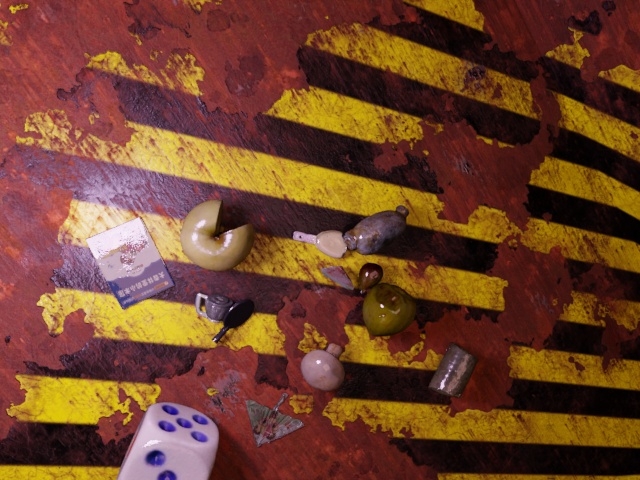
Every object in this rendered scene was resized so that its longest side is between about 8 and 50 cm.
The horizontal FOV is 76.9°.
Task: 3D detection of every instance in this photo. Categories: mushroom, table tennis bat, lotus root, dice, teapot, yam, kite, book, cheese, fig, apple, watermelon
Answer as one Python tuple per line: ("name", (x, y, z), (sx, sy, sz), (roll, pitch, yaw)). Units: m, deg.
("mushroom", (0.008, 0.563, 1.815), (0.207, 0.206, 0.209), (12, 47, -16))
("table tennis bat", (-0.375, 0.346, 1.724), (0.236, 0.027, 0.150), (-48, 148, -3))
("lotus root", (0.277, -0.043, 1.862), (0.350, 0.175, 0.174), (-29, 99, -15))
("dice", (-0.587, 0.836, 1.575), (0.305, 0.304, 0.276), (25, 85, -16))
("teapot", (-0.454, 0.290, 1.700), (0.149, 0.111, 0.108), (13, 102, -21))
("yam", (0.667, 0.656, 2.010), (0.161, 0.161, 0.267), (33, 80, -15))
("kite", (-0.223, 0.816, 1.832), (0.323, 0.013, 0.267), (29, 85, -17))
("book", (-0.773, 0.091, 1.647), (0.229, 0.018, 0.322), (-26, 98, -13))
("cheese", (0.000, 0.000, 1.848), (0.256, 0.050, 0.127), (14, 88, -16))
("fig", (0.230, 0.179, 1.892), (0.110, 0.103, 0.154), (14, 77, 24))
("apple", (-0.413, -0.020, 1.624), (0.293, 0.254, 0.291), (0, 91, -13))
("watermelon", (0.094, 0.163, 1.866), (0.180, 0.094, 0.081), (38, 78, -29))
("fig", (0.306, 0.334, 1.857), (0.240, 0.239, 0.270), (18, 108, -16))
